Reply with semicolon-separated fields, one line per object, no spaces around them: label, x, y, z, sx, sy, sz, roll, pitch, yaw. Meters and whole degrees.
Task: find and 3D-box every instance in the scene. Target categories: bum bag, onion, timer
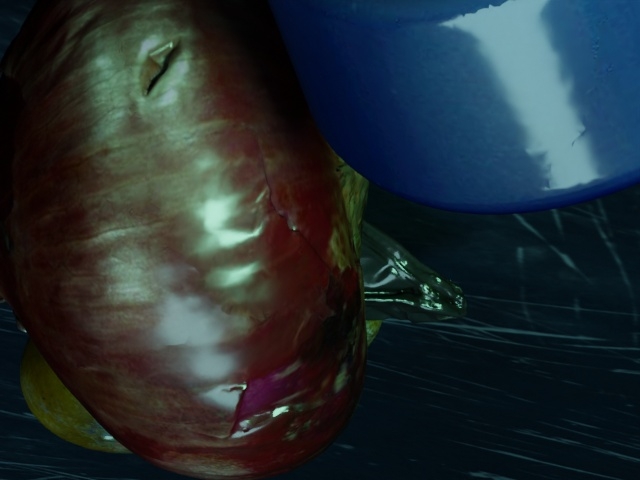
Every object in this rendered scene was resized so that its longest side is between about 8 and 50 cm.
bum bag;0.000;0.000;1.372;0.123;0.060;0.248;-18;129;40
onion;-0.106;-0.017;1.070;0.285;0.347;0.347;-9;152;2
timer;0.047;-0.223;0.765;0.270;0.270;0.383;-7;140;26

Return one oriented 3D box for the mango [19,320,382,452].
mango;-0.097;0.089;1.527;0.316;0.146;0.193;-16;146;3
